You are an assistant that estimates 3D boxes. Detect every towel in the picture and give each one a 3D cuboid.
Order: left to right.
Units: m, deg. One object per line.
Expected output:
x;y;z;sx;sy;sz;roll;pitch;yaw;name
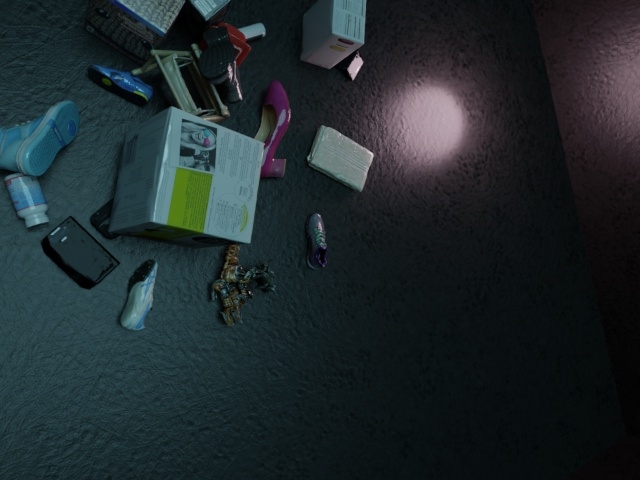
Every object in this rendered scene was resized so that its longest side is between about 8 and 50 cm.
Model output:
0.084;-0.337;2.131;0.282;0.049;0.187;27;74;-26;towel

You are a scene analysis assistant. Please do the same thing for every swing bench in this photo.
-0.450;-0.509;1.746;0.254;0.165;0.253;-33;102;-45;swing bench

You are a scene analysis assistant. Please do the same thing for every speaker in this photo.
-0.280;-0.790;1.967;0.136;0.055;0.055;-29;99;-29;speaker

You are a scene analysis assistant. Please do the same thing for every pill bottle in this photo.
-0.875;-0.122;1.543;0.087;0.087;0.160;-21;95;-29;pill bottle

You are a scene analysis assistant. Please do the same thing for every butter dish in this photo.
-0.342;-0.730;1.877;0.160;0.160;0.118;23;62;-25;butter dish

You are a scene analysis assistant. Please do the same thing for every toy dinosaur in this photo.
-0.279;0.137;1.826;0.218;0.164;0.322;0;106;-14;toy dinosaur

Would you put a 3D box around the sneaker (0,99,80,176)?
-0.881;-0.325;1.544;0.208;0.127;0.319;6;45;6;sneaker

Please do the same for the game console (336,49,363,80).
0.118;-0.766;2.214;0.122;0.071;0.107;-62;143;-19;game console

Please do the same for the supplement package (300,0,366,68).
0.046;-0.837;2.036;0.145;0.262;0.204;8;81;-28;supplement package

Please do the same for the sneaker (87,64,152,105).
-0.665;-0.535;1.721;0.209;0.069;0.082;25;61;-25;sneaker

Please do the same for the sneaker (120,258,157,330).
-0.583;0.178;1.689;0.086;0.085;0.237;35;63;-50;sneaker

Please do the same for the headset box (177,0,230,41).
-0.444;-0.846;1.759;0.131;0.283;0.246;-45;106;-9;headset box

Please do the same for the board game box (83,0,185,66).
-0.600;-0.722;1.644;0.232;0.291;0.141;30;71;-23;board game box

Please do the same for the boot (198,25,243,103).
-0.311;-0.551;1.724;0.118;0.338;0.223;-10;134;5;boot

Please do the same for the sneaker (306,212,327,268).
0.000;0.000;2.018;0.083;0.098;0.224;1;85;-29;sneaker

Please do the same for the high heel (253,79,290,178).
-0.215;-0.418;1.917;0.181;0.127;0.377;-1;89;-40;high heel

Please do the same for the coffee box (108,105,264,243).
-0.421;-0.170;1.628;0.334;0.337;0.338;14;77;-41;coffee box

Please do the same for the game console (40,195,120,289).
-0.691;-0.032;1.665;0.213;0.044;0.361;50;65;-18;game console
